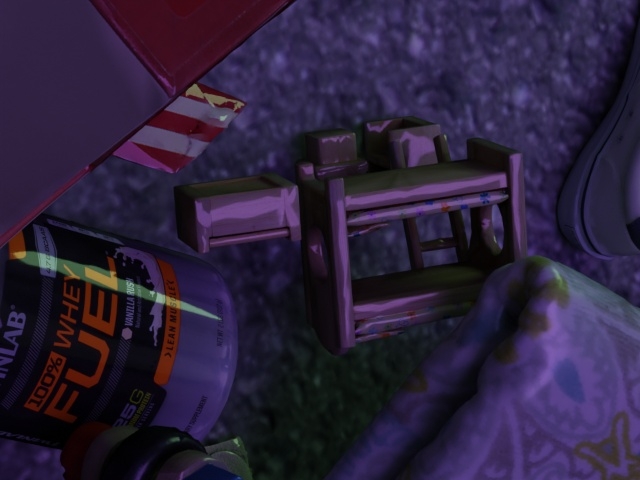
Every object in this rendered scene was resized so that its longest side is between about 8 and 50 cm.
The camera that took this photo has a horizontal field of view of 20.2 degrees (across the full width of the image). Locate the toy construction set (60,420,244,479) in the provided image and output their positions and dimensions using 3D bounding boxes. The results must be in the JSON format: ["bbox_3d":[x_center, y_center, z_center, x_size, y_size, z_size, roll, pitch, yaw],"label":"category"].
[{"bbox_3d":[-0.157,0.240,0.846,0.257,0.309,0.237,-57,140,-49],"label":"toy construction set"}]

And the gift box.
[{"bbox_3d":[-0.114,-0.150,0.790,0.255,0.258,0.276,54,49,-5],"label":"gift box"}]

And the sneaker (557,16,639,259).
[{"bbox_3d":[0.253,-0.098,1.190,0.094,0.091,0.258,31,79,-35],"label":"sneaker"}]

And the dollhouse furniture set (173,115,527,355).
[{"bbox_3d":[0.000,0.000,1.006,0.182,0.161,0.101,-9,104,-18],"label":"dollhouse furniture set"}]

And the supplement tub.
[{"bbox_3d":[-0.146,0.044,0.911,0.190,0.117,0.117,16,88,-36],"label":"supplement tub"}]

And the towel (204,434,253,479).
[{"bbox_3d":[-0.077,0.194,1.040,0.110,0.027,0.148,-18,107,-32],"label":"towel"}]

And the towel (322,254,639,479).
[{"bbox_3d":[0.116,0.212,1.033,0.320,0.090,0.374,26,108,-39],"label":"towel"}]
